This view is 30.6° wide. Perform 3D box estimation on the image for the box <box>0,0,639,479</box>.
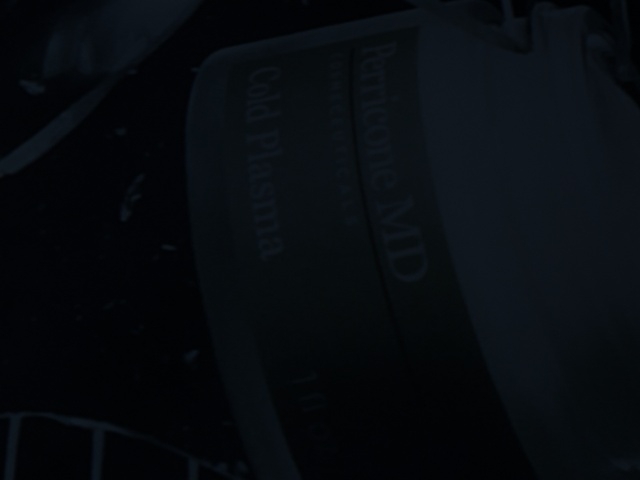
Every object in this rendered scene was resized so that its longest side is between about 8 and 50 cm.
[{"bbox_3d":[-0.032,-0.043,0.540,0.297,0.471,0.480,109,156,-72],"label":"box"}]
